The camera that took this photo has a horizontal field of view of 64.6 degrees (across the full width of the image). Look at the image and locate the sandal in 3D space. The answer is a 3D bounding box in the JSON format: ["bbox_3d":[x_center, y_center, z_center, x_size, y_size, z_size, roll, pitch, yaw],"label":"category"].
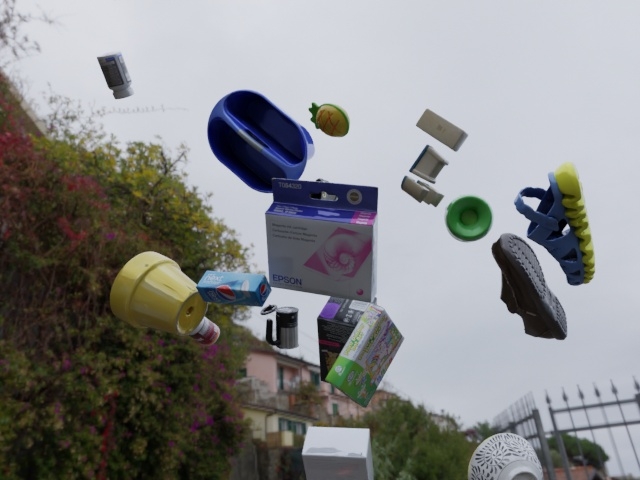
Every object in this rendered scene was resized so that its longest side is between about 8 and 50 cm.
[{"bbox_3d":[0.530,-0.027,1.136,0.138,0.126,0.317,-13,-60,28],"label":"sandal"}]

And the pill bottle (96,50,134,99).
[{"bbox_3d":[-0.653,-0.529,1.622,0.078,0.078,0.137,-8,-60,7],"label":"pill bottle"}]

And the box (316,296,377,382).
[{"bbox_3d":[0.088,0.314,1.599,0.143,0.165,0.271,11,-56,21],"label":"box"}]

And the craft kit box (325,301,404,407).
[{"bbox_3d":[0.137,0.337,1.463,0.061,0.250,0.247,21,-18,36],"label":"craft kit box"}]

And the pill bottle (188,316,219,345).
[{"bbox_3d":[-0.442,0.316,1.839,0.086,0.086,0.152,-16,-40,21],"label":"pill bottle"}]

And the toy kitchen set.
[{"bbox_3d":[0.295,-0.211,1.336,0.166,0.122,0.207,6,-58,-58],"label":"toy kitchen set"}]

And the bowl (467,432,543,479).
[{"bbox_3d":[0.408,0.506,1.072,0.170,0.170,0.080,1,-1,-10],"label":"bowl"}]

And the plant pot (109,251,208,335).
[{"bbox_3d":[-0.514,0.192,1.675,0.238,0.254,0.254,21,-21,22],"label":"plant pot"}]

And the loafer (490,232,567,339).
[{"bbox_3d":[0.536,0.142,1.355,0.130,0.134,0.366,-19,-64,36],"label":"loafer"}]

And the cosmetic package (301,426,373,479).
[{"bbox_3d":[0.067,0.792,1.795,0.223,0.138,0.225,-2,-64,11],"label":"cosmetic package"}]

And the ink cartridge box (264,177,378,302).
[{"bbox_3d":[0.000,0.000,1.442,0.324,0.071,0.330,7,-65,20],"label":"ink cartridge box"}]

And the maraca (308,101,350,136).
[{"bbox_3d":[0.029,-0.429,1.791,0.185,0.099,0.127,25,-42,35],"label":"maraca"}]

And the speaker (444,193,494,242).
[{"bbox_3d":[0.410,-0.057,1.410,0.131,0.131,0.296,-12,-3,14],"label":"speaker"}]

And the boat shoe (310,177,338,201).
[{"bbox_3d":[-0.025,-0.056,1.604,0.091,0.305,0.109,34,-25,-27],"label":"boat shoe"}]

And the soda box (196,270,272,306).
[{"bbox_3d":[-0.254,0.140,1.481,0.210,0.071,0.067,1,-49,26],"label":"soda box"}]

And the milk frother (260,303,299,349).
[{"bbox_3d":[-0.147,0.305,1.818,0.129,0.135,0.143,-2,8,-16],"label":"milk frother"}]

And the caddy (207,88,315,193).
[{"bbox_3d":[-0.180,-0.297,1.529,0.241,0.341,0.179,-52,-8,16],"label":"caddy"}]
